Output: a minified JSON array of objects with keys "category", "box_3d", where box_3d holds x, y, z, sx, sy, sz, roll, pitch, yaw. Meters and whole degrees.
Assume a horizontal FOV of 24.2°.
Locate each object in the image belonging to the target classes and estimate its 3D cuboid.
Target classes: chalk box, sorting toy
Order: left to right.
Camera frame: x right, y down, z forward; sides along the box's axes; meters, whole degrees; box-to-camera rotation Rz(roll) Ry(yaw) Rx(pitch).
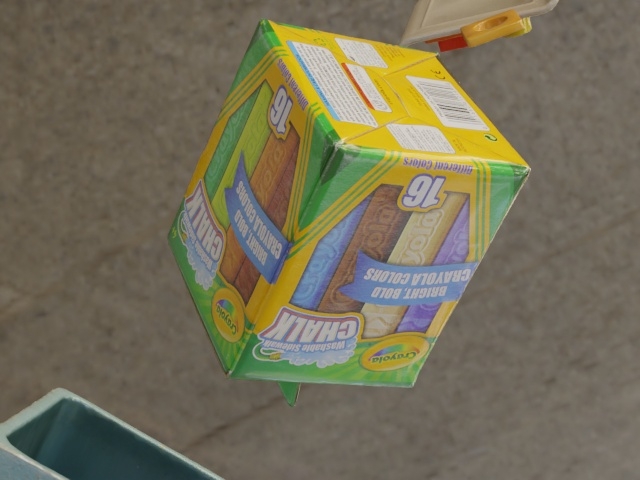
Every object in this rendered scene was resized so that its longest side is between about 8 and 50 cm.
[{"category":"chalk box","box_3d":[0.000,0.000,0.881,0.132,0.132,0.213,6,124,-32]},{"category":"sorting toy","box_3d":[0.192,-0.264,1.750,0.196,0.347,0.047,-15,110,17]}]

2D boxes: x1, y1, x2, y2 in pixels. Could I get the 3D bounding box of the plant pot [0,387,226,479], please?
[{"category":"plant pot","box_3d":[-0.187,0.299,1.187,0.252,0.248,0.247,-60,179,4]}]
